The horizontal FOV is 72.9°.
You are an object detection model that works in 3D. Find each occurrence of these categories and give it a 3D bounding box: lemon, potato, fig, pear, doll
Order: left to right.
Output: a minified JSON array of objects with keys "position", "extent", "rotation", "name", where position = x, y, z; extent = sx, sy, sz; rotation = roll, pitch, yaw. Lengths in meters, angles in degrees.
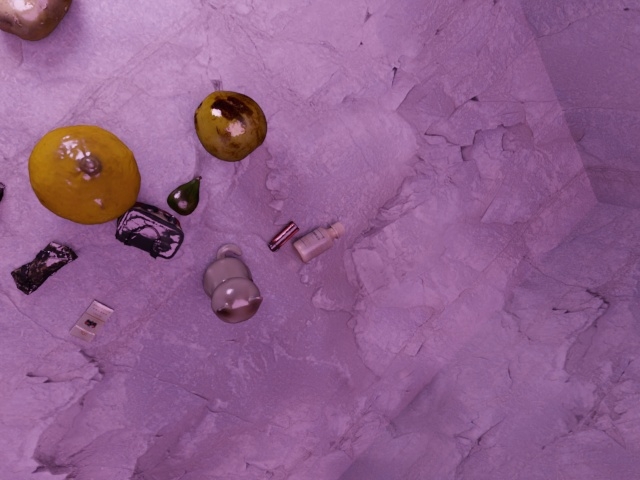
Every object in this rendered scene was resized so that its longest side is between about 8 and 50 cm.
[{"position":[-0.918,-0.780,1.392],"extent":[0.191,0.141,0.296],"rotation":[37,89,-12],"name":"potato"},{"position":[-0.798,-0.226,1.482],"extent":[0.349,0.387,0.350],"rotation":[2,84,-25],"name":"lemon"},{"position":[-0.539,-0.187,1.762],"extent":[0.117,0.117,0.178],"rotation":[39,71,-28],"name":"fig"},{"position":[-0.348,-0.447,1.678],"extent":[0.283,0.283,0.284],"rotation":[-7,108,-22],"name":"pear"},{"position":[-0.375,0.208,1.830],"extent":[0.214,0.370,0.226],"rotation":[-8,127,-20],"name":"doll"}]

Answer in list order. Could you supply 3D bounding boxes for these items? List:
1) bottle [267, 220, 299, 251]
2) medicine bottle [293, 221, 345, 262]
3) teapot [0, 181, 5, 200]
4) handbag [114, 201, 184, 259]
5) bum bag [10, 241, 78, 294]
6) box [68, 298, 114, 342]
[{"position":[-0.173,-0.014,1.997],"extent":[0.164,0.060,0.060],"rotation":[-43,117,-7],"name":"bottle"},{"position":[0.000,0.000,2.046],"extent":[0.252,0.114,0.114],"rotation":[-30,115,-13],"name":"medicine bottle"},{"position":[-1.142,-0.162,1.514],"extent":[0.045,0.067,0.101],"rotation":[20,61,-26],"name":"teapot"},{"position":[-0.662,-0.045,1.697],"extent":[0.254,0.181,0.181],"rotation":[28,93,-29],"name":"handbag"},{"position":[-1.047,0.098,1.630],"extent":[0.248,0.069,0.102],"rotation":[-39,93,-7],"name":"bum bag"},{"position":[-0.936,0.330,1.773],"extent":[0.090,0.024,0.167],"rotation":[38,87,-28],"name":"box"}]
